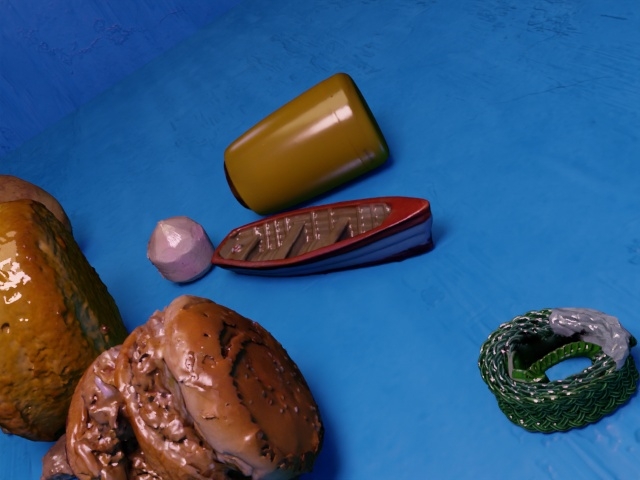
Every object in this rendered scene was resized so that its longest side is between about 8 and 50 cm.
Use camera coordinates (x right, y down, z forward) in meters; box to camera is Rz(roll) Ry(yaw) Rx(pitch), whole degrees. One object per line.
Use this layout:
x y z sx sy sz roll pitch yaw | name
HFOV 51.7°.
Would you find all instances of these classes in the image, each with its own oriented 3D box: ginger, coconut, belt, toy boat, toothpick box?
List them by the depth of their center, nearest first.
0.234 0.118 0.655 0.151 0.079 0.121 -15 36 23 | belt
-0.312 0.288 0.910 0.173 0.051 0.069 -21 38 20 | ginger
0.000 0.000 1.006 0.392 0.079 0.136 -8 38 34 | toy boat
-0.249 0.011 1.153 0.110 0.124 0.110 -20 36 15 | coconut
-0.033 -0.157 1.158 0.271 0.175 0.175 -27 33 13 | toothpick box

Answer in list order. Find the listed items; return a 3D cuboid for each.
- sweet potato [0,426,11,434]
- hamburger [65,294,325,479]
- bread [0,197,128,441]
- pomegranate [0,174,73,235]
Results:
-0.542 0.243 1.152 0.081 0.062 0.233 -24 36 10 | sweet potato
-0.123 0.196 0.728 0.211 0.260 0.245 -39 -14 18 | hamburger
-0.430 0.100 0.975 0.204 0.358 0.337 -32 34 -9 | bread
-0.667 -0.001 1.384 0.281 0.281 0.281 -22 34 16 | pomegranate
